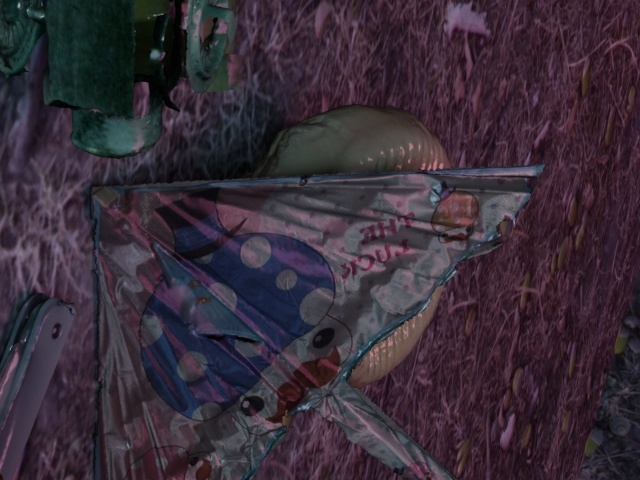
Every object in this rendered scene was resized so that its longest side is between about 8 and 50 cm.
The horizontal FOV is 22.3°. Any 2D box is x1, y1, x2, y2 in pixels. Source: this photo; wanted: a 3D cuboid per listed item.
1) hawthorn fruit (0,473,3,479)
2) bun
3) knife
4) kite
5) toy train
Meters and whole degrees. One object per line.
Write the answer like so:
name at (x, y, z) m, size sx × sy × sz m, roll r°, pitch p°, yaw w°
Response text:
hawthorn fruit at (-0.216, 0.139, 0.520) m, size 0.253 × 0.205 × 0.205 m, roll -4°, pitch 105°, yaw -60°
bun at (0.000, 0.000, 1.106) m, size 0.222 × 0.127 × 0.222 m, roll -30°, pitch 129°, yaw -47°
knife at (-0.170, 0.102, 0.852) m, size 0.162 × 0.023 × 0.044 m, roll -71°, pitch 154°, yaw -17°
kite at (-0.021, 0.076, 1.014) m, size 0.406 × 0.014 × 0.368 m, roll -45°, pitch 124°, yaw 2°
toy train at (-0.078, -0.195, 0.777) m, size 0.189 × 0.126 × 0.307 m, roll -44°, pitch 141°, yaw -57°
